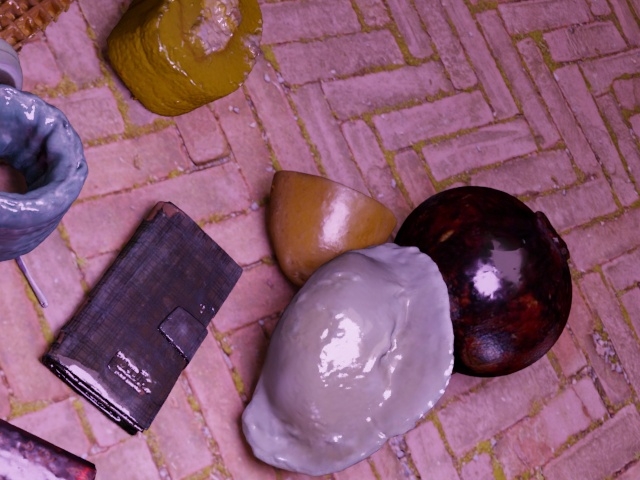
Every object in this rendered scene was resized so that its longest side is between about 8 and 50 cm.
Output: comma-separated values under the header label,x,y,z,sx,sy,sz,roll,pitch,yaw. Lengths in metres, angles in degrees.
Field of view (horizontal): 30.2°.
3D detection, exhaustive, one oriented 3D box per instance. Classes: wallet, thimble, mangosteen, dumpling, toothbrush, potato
label,x,y,z,sx,sy,sz,roll,pitch,yaw
wallet,-0.230,0.097,1.614,0.169,0.044,0.317,43,47,-14
thimble,-0.417,-0.087,1.488,0.235,0.143,0.198,4,63,-31
mangosteen,0.218,0.081,1.863,0.306,0.359,0.306,55,14,-20
dumpling,0.025,0.156,1.634,0.211,0.270,0.321,15,100,-23
toothbrush,-0.387,0.030,1.546,0.013,0.011,0.131,-24,81,-51
potato,0.000,0.000,1.795,0.203,0.178,0.158,34,70,-35

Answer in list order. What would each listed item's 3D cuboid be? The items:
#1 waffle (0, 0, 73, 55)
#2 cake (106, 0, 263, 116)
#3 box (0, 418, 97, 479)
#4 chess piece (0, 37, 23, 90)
label,x,y,z,sx,sy,sz,roll,pitch,yaw
waffle,-0.421,-0.331,1.703,0.160,0.046,0.192,17,57,-31
cake,-0.196,-0.314,1.805,0.179,0.156,0.260,49,48,-29
box,-0.424,0.374,1.244,0.264,0.116,0.415,31,50,-21
chess piece,-0.501,-0.296,1.580,0.139,0.139,0.272,-5,58,-41
